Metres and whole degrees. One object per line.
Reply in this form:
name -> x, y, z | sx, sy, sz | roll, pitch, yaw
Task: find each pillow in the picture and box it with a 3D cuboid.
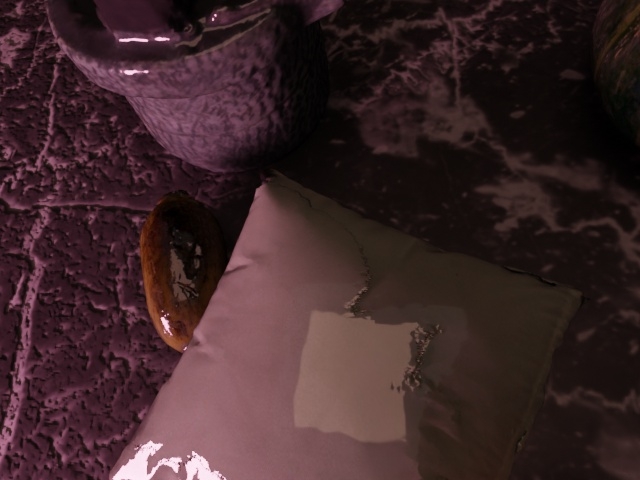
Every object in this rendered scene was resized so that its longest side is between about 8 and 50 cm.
pillow -> 0.018, 0.115, 0.392 | 0.312, 0.119, 0.310 | 21, 78, 16

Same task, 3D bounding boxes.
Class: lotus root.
lotus root -> -0.139, 0.026, 0.488 | 0.089, 0.080, 0.179 | -16, 65, 3

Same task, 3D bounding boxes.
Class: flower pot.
flower pot -> -0.106, -0.245, 0.494 | 0.299, 0.283, 0.299 | -5, 64, 10

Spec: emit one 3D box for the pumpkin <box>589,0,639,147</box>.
pumpkin -> 0.402, -0.193, 0.410 | 0.300, 0.207, 0.300 | -9, 60, 15
